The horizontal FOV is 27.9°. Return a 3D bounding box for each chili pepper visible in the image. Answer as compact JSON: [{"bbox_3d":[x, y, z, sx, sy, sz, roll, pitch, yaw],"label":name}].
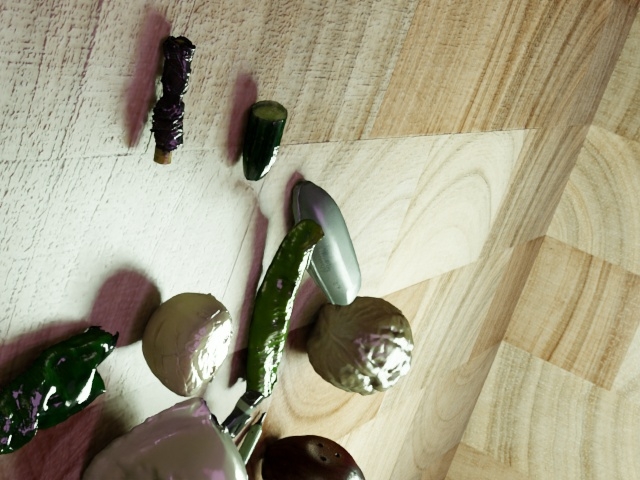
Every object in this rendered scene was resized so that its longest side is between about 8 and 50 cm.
[{"bbox_3d":[-0.060,0.098,1.874,0.085,0.076,0.359,-50,162,-46],"label":"chili pepper"},{"bbox_3d":[-0.287,0.160,1.397,0.224,0.061,0.098,-31,134,-55],"label":"chili pepper"}]

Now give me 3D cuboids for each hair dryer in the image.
[{"bbox_3d":[-0.118,0.339,2.075,0.071,0.047,0.150,82,32,-55],"label":"hair dryer"}]

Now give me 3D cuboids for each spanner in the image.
[{"bbox_3d":[-0.190,0.324,1.853,0.316,0.024,0.087,-41,161,-35],"label":"spanner"}]

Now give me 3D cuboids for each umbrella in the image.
[{"bbox_3d":[-0.160,-0.148,1.381,0.040,0.037,0.144,-56,160,-62],"label":"umbrella"}]

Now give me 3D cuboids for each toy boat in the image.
[{"bbox_3d":[0.000,0.000,1.928,0.078,0.085,0.260,-56,148,-26],"label":"toy boat"}]

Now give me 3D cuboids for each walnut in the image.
[{"bbox_3d":[0.064,0.171,2.158,0.178,0.178,0.230,-64,151,-2],"label":"walnut"}]

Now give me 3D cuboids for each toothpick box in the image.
[{"bbox_3d":[-0.039,0.479,2.237,0.192,0.192,0.294,-29,145,-59],"label":"toothpick box"}]

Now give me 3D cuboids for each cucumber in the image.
[{"bbox_3d":[-0.073,-0.121,1.621,0.048,0.048,0.105,-35,145,-55],"label":"cucumber"}]

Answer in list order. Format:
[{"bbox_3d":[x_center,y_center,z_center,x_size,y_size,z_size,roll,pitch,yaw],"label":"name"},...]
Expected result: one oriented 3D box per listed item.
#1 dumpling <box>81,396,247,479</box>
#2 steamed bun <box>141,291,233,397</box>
[{"bbox_3d":[-0.211,0.313,1.677,0.227,0.175,0.243,-20,106,-15],"label":"dumpling"},{"bbox_3d":[-0.172,0.123,1.597,0.112,0.091,0.130,-41,149,-44],"label":"steamed bun"}]
